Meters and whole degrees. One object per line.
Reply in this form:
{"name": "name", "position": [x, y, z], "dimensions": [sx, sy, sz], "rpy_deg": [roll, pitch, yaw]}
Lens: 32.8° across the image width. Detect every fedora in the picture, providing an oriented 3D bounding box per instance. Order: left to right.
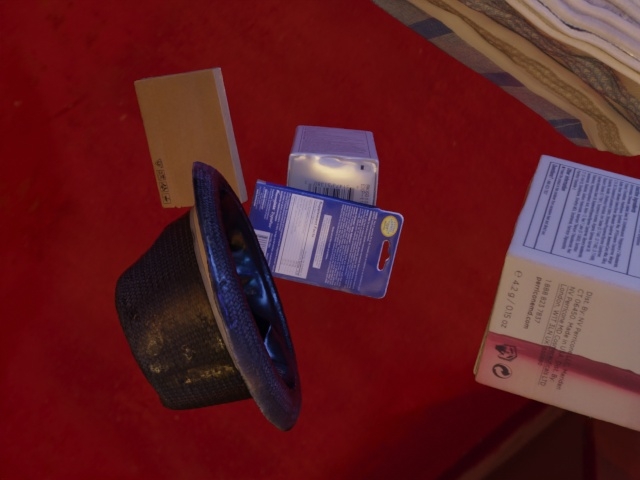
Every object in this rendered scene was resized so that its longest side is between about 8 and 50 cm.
{"name": "fedora", "position": [-0.137, 0.076, 1.220], "dimensions": [0.152, 0.334, 0.334], "rpy_deg": [-20, 112, 3]}

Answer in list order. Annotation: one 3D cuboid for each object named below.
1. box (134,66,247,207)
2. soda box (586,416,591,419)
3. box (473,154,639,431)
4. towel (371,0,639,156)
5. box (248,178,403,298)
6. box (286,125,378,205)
{"name": "box", "position": [-0.193, -0.149, 1.616], "dimensions": [0.164, 0.021, 0.201], "rpy_deg": [-2, 106, 36]}
{"name": "soda box", "position": [0.335, 0.151, 1.384], "dimensions": [0.053, 0.060, 0.169], "rpy_deg": [-28, 130, 0]}
{"name": "box", "position": [0.247, 0.049, 0.794], "dimensions": [0.232, 0.148, 0.127], "rpy_deg": [17, 127, 12]}
{"name": "towel", "position": [0.111, -0.094, 0.540], "dimensions": [0.209, 0.285, 0.034], "rpy_deg": [30, 95, -16]}
{"name": "box", "position": [0.000, 0.000, 1.620], "dimensions": [0.225, 0.036, 0.136], "rpy_deg": [13, 99, -3]}
{"name": "box", "position": [0.019, -0.110, 1.832], "dimensions": [0.148, 0.311, 0.121], "rpy_deg": [5, 104, 1]}
